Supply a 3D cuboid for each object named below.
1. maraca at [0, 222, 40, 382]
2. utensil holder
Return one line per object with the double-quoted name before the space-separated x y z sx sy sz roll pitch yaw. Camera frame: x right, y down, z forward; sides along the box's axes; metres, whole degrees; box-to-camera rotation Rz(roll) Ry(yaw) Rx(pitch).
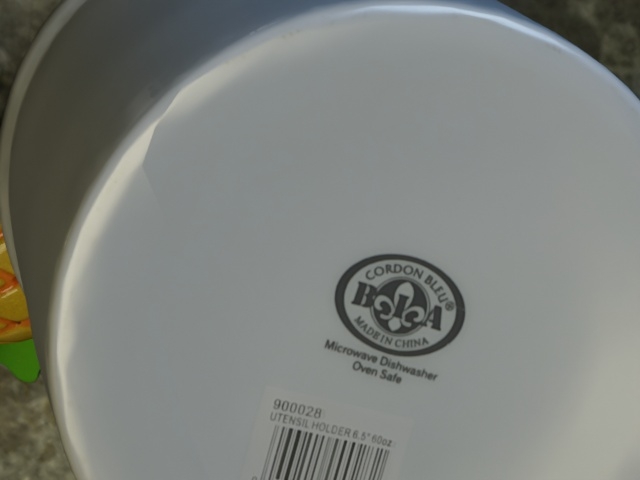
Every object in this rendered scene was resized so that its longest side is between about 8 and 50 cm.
"maraca" -0.209 0.022 1.273 0.127 0.099 0.186 15 134 9
"utensil holder" 0.000 0.000 1.038 0.327 0.385 0.328 -2 102 -10
